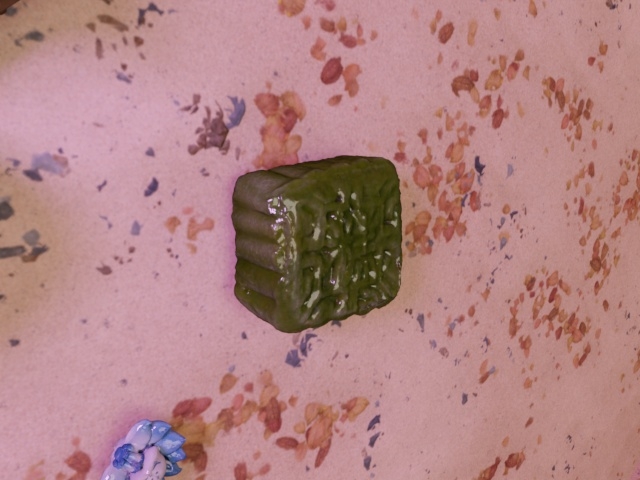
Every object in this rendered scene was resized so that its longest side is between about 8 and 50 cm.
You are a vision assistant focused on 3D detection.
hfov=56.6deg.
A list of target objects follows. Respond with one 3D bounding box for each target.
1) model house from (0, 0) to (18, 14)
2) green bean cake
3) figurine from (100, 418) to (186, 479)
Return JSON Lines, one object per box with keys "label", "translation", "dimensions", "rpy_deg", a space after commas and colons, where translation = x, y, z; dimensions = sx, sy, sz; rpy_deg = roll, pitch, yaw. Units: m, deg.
{"label": "model house", "translation": [-0.297, -0.252, 0.449], "dimensions": [0.181, 0.248, 0.176], "rpy_deg": [-46, 124, -22]}
{"label": "green bean cake", "translation": [0.000, 0.000, 0.822], "dimensions": [0.248, 0.125, 0.222], "rpy_deg": [-13, 109, -36]}
{"label": "figurine", "translation": [-0.214, 0.281, 0.749], "dimensions": [0.114, 0.079, 0.114], "rpy_deg": [-5, 97, -40]}
